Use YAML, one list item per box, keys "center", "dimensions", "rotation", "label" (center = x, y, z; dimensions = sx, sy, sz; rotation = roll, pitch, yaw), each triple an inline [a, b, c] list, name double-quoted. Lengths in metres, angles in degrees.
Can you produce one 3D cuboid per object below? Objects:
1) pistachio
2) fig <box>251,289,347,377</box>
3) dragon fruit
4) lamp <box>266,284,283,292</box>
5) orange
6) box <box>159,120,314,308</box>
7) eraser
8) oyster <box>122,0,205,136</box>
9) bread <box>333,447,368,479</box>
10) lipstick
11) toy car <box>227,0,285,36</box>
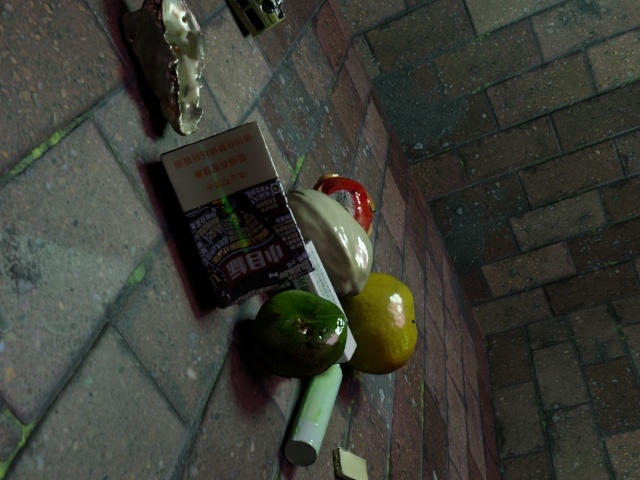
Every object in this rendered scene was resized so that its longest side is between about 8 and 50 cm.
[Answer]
- center: [0.000, 0.000, 1.717]
  dimensions: [0.332, 0.207, 0.226]
  rotation: [53, -13, 6]
  label: "pistachio"
- center: [-0.049, 0.226, 1.430]
  dimensions: [0.203, 0.203, 0.235]
  rotation: [-87, -175, -48]
  label: "fig"
- center: [0.047, -0.074, 1.904]
  dimensions: [0.227, 0.224, 0.224]
  rotation: [46, 28, -80]
  label: "dragon fruit"
- center: [-0.151, 0.009, 1.410]
  dimensions: [0.215, 0.121, 0.121]
  rotation: [52, 25, -23]
  label: "lamp"
- center: [0.140, 0.223, 1.838]
  dimensions: [0.279, 0.235, 0.279]
  rotation: [-4, 90, -75]
  label: "orange"
- center: [-0.161, -0.048, 1.305]
  dimensions: [0.084, 0.198, 0.310]
  rotation: [172, -104, -76]
  label: "box"
- center: [-0.030, 0.152, 1.586]
  dimensions: [0.287, 0.130, 0.086]
  rotation: [67, 21, -12]
  label: "eraser"
- center: [-0.308, -0.374, 1.362]
  dimensions: [0.166, 0.110, 0.341]
  rotation: [-36, 109, -65]
  label: "oyster"
- center: [0.074, 0.548, 1.644]
  dimensions: [0.153, 0.028, 0.068]
  rotation: [45, 31, -50]
  label: "bread"
- center: [-0.010, 0.372, 1.512]
  dimensions: [0.076, 0.076, 0.304]
  rotation: [65, 20, -17]
  label: "lipstick"
- center: [-0.211, -0.711, 1.934]
  dimensions: [0.257, 0.124, 0.101]
  rotation: [54, 23, -17]
  label: "toy car"
